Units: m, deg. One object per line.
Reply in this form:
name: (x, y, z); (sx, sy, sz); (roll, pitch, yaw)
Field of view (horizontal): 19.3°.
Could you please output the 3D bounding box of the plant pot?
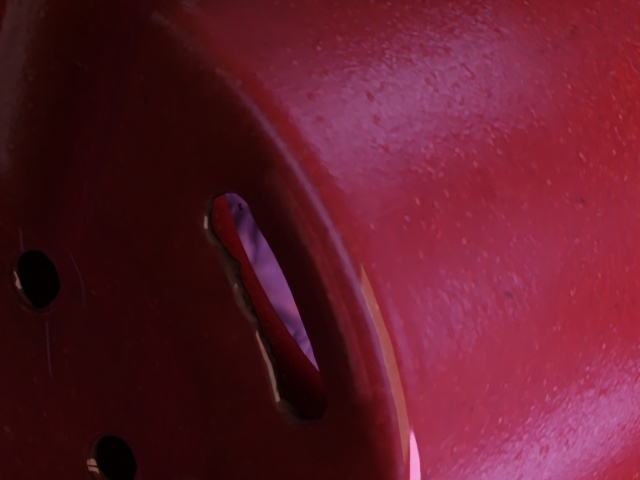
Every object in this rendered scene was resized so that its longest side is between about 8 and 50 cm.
plant pot: (0.000, 0.000, 0.487); (0.265, 0.272, 0.272); (-26, 117, -54)
